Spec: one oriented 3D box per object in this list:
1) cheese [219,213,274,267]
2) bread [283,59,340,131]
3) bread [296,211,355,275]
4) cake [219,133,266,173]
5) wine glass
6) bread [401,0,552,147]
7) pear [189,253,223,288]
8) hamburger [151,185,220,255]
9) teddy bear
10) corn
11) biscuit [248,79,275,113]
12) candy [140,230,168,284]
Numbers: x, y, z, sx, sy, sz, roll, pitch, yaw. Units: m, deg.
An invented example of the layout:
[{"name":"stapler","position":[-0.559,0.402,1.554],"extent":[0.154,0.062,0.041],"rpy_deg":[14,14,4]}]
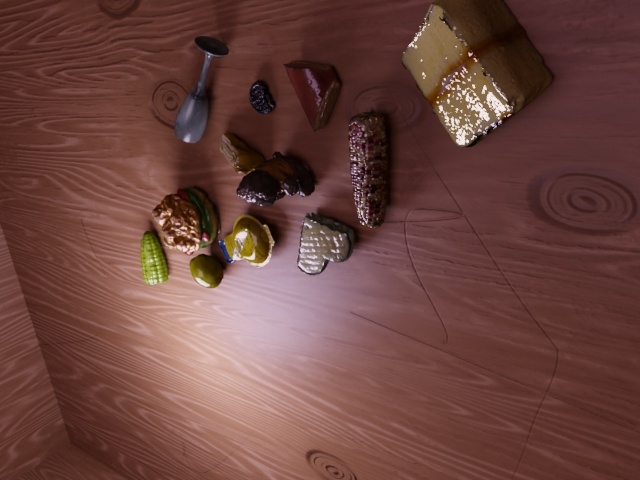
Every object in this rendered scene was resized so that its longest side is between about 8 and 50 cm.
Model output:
[{"name":"cheese","position":[-0.240,0.009,1.684],"extent":[0.270,0.069,0.177],"rpy_deg":[-19,97,44]},{"name":"bread","position":[-0.015,-0.387,1.331],"extent":[0.119,0.067,0.193],"rpy_deg":[-26,93,42]},{"name":"bread","position":[0.000,0.000,1.497],"extent":[0.232,0.064,0.173],"rpy_deg":[-33,88,40]},{"name":"cake","position":[-0.224,-0.261,1.573],"extent":[0.185,0.116,0.080],"rpy_deg":[-131,45,-53]},{"name":"wine glass","position":[-0.420,-0.488,1.579],"extent":[0.264,0.096,0.310],"rpy_deg":[41,130,14]},{"name":"bread","position":[0.277,-0.328,1.061],"extent":[0.264,0.198,0.236],"rpy_deg":[58,139,4]},{"name":"pear","position":[-0.392,0.106,1.822],"extent":[0.107,0.107,0.131],"rpy_deg":[-28,103,42]},{"name":"hamburger","position":[-0.457,-0.057,1.770],"extent":[0.236,0.148,0.237],"rpy_deg":[15,117,31]},{"name":"teddy bear","position":[-0.135,-0.159,1.447],"extent":[0.177,0.190,0.140],"rpy_deg":[3,118,43]},{"name":"corn","position":[0.122,-0.172,1.307],"extent":[0.098,0.098,0.290],"rpy_deg":[10,119,34]},{"name":"biscuit","position":[-0.162,-0.397,1.468],"extent":[0.089,0.027,0.087],"rpy_deg":[31,127,24]},{"name":"candy","position":[-0.636,0.066,2.004],"extent":[0.096,0.096,0.210],"rpy_deg":[3,106,37]}]
